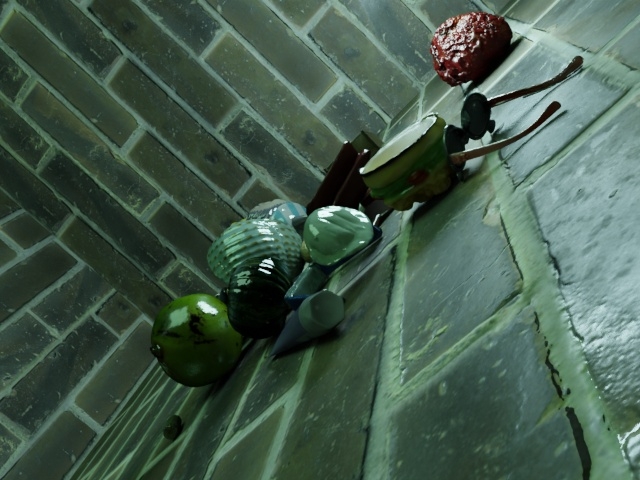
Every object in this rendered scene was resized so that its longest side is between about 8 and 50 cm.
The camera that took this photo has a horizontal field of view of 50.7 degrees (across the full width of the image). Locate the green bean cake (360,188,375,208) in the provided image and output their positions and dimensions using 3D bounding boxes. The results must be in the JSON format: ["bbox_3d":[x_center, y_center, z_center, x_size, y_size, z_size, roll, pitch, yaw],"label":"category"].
[{"bbox_3d":[0.186,-0.154,1.947,0.135,0.056,0.135,-45,8,43],"label":"green bean cake"}]

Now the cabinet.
[{"bbox_3d":[0.136,-0.238,2.134,0.175,0.148,0.215,-45,-6,15],"label":"cabinet"}]

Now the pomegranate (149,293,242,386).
[{"bbox_3d":[-0.315,0.267,1.909,0.341,0.260,0.260,-23,-4,-26],"label":"pomegranate"}]

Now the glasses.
[{"bbox_3d":[0.388,-0.238,1.346,0.268,0.118,0.234,-10,31,44],"label":"glasses"}]

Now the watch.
[{"bbox_3d":[0.009,0.105,1.603,0.274,0.068,0.276,-34,14,42],"label":"watch"}]

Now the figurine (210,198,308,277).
[{"bbox_3d":[-0.155,-0.019,2.340,0.378,0.266,0.361,-37,11,48],"label":"figurine"}]

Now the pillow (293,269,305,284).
[{"bbox_3d":[-0.078,0.146,1.881,0.150,0.048,0.090,-46,8,3],"label":"pillow"}]

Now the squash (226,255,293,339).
[{"bbox_3d":[-0.158,0.148,1.759,0.218,0.172,0.218,-171,90,-80],"label":"squash"}]

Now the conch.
[{"bbox_3d":[-0.173,0.046,2.035,0.215,0.303,0.319,-65,34,18],"label":"conch"}]

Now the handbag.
[{"bbox_3d":[0.054,-0.111,1.878,0.275,0.084,0.260,86,-151,-62],"label":"handbag"}]

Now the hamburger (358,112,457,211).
[{"bbox_3d":[0.210,-0.159,1.496,0.237,0.149,0.237,-38,14,11],"label":"hamburger"}]

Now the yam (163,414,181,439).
[{"bbox_3d":[-0.401,0.506,1.832,0.043,0.043,0.094,-47,7,-3],"label":"yam"}]

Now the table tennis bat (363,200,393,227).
[{"bbox_3d":[0.126,-0.109,1.755,0.107,0.119,0.170,-22,26,31],"label":"table tennis bat"}]

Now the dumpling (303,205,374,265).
[{"bbox_3d":[0.035,-0.005,1.521,0.219,0.153,0.108,-82,6,-49],"label":"dumpling"}]

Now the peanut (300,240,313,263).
[{"bbox_3d":[0.000,0.000,2.056,0.098,0.090,0.214,-57,3,27],"label":"peanut"}]

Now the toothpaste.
[{"bbox_3d":[-0.038,0.176,1.430,0.125,0.080,0.371,-50,3,-23],"label":"toothpaste"}]

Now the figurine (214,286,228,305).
[{"bbox_3d":[-0.289,0.244,2.127,0.265,0.175,0.197,-52,10,22],"label":"figurine"}]

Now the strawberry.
[{"bbox_3d":[0.481,-0.640,2.228,0.274,0.220,0.274,-48,3,4],"label":"strawberry"}]
